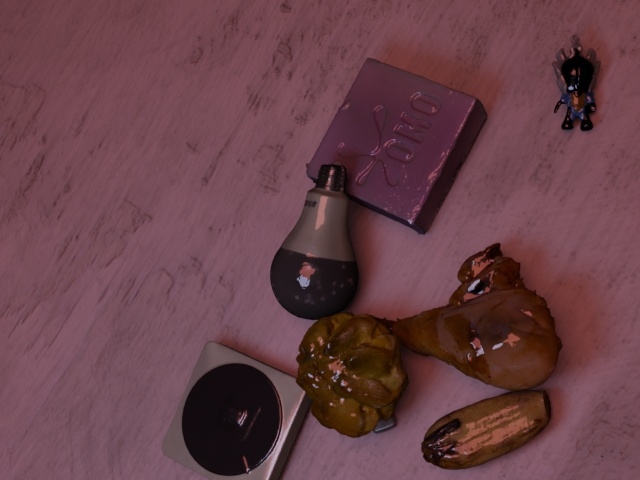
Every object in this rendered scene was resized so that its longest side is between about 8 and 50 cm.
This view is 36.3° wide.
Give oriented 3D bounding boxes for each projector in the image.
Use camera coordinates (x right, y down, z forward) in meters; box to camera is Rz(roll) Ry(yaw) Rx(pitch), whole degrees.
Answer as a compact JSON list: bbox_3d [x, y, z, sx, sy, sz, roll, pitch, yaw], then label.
[{"bbox_3d":[-0.170,0.371,2.014,0.257,0.079,0.259,21,84,26],"label":"projector"}]

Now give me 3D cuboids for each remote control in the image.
[{"bbox_3d":[0.112,0.321,1.948,0.053,0.018,0.125,-24,68,13],"label":"remote control"}]

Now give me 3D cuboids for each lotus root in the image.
[{"bbox_3d":[0.311,0.354,1.820,0.258,0.097,0.110,-22,76,7],"label":"lotus root"}]

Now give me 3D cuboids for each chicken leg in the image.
[{"bbox_3d":[0.276,0.143,1.877,0.409,0.182,0.295,-5,64,37],"label":"chicken leg"}]

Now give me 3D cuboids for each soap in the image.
[{"bbox_3d":[0.156,-0.200,2.030,0.285,0.107,0.296,25,85,28],"label":"soap"}]

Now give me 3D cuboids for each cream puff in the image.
[{"bbox_3d":[0.055,0.253,1.872,0.244,0.196,0.244,13,118,25],"label":"cream puff"}]

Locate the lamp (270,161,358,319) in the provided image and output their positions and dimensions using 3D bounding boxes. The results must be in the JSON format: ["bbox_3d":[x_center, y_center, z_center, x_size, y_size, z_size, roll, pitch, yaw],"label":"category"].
[{"bbox_3d":[-0.014,0.005,1.988,0.181,0.182,0.314,-4,84,21],"label":"lamp"}]

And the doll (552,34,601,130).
[{"bbox_3d":[0.509,-0.316,1.939,0.095,0.070,0.195,0,82,6],"label":"doll"}]
